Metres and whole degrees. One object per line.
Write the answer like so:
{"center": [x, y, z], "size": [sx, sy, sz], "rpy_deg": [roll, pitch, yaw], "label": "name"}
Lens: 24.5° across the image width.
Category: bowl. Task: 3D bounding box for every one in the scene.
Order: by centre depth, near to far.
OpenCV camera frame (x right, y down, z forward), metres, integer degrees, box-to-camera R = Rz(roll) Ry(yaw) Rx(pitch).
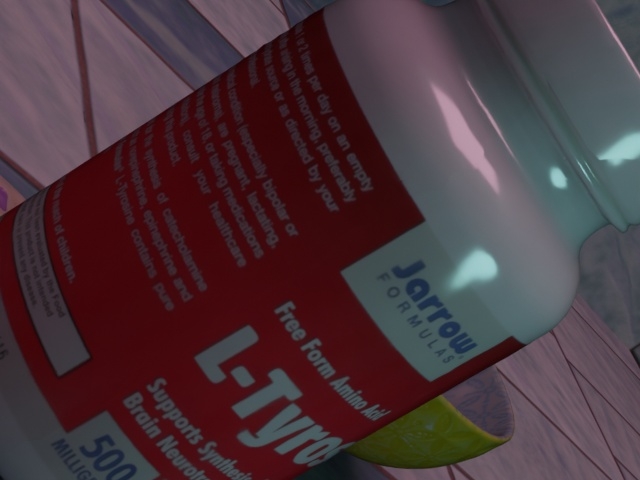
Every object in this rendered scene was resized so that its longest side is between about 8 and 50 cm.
{"center": [0.021, 0.091, 1.261], "size": [0.289, 0.156, 0.289], "rpy_deg": [48, 15, -18], "label": "bowl"}

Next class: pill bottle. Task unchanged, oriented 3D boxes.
{"center": [0.000, 0.000, 0.864], "size": [0.229, 0.407, 0.229], "rpy_deg": [54, 13, -19], "label": "pill bottle"}

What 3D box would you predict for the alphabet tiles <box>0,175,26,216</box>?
{"center": [-0.282, -0.067, 0.942], "size": [0.278, 0.021, 0.284], "rpy_deg": [45, 17, -29], "label": "alphabet tiles"}
